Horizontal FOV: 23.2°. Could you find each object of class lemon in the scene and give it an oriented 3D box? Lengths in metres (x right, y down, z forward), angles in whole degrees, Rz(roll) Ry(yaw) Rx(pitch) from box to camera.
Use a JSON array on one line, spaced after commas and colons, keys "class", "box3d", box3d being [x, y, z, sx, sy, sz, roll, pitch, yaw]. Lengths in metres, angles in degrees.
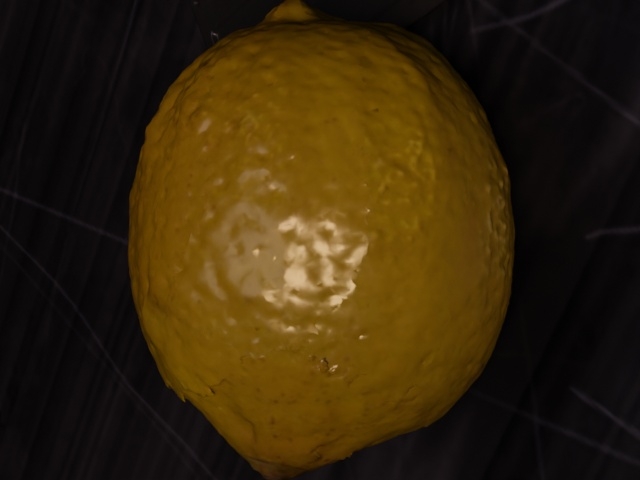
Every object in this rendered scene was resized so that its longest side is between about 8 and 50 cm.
[{"class": "lemon", "box3d": [-0.001, -0.003, 0.691, 0.180, 0.180, 0.193, -38, 68, 39]}]

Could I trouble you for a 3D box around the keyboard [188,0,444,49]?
[{"class": "keyboard", "box3d": [0.061, -0.174, 0.711, 0.381, 0.041, 0.103, -37, 70, 47]}]
